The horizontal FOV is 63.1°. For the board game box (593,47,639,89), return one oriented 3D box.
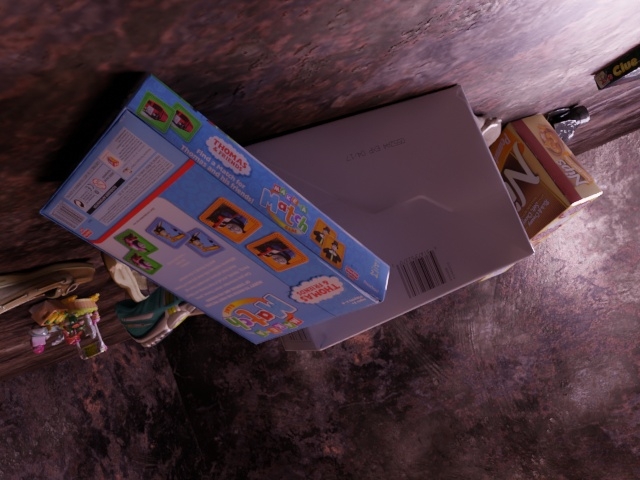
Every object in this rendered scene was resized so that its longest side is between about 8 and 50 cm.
[{"bbox_3d":[0.556,-0.293,0.793,0.259,0.030,0.136,-19,172,-26],"label":"board game box"}]

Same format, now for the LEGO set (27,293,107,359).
[{"bbox_3d":[-0.465,0.172,0.980,0.132,0.107,0.287,-18,174,-34],"label":"LEGO set"}]

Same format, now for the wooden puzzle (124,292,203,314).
[{"bbox_3d":[-0.239,0.120,1.210,0.347,0.081,0.322,-3,167,-7],"label":"wooden puzzle"}]

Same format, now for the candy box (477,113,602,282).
[{"bbox_3d":[0.365,-0.069,1.020,0.087,0.183,0.316,-19,158,-24],"label":"candy box"}]

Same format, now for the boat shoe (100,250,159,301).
[{"bbox_3d":[-0.214,0.026,0.651,0.073,0.080,0.223,-15,169,-11],"label":"boat shoe"}]

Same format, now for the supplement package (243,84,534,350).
[{"bbox_3d":[0.056,-0.021,0.578,0.261,0.204,0.145,-20,175,-19],"label":"supplement package"}]

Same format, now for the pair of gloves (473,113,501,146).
[{"bbox_3d":[0.177,-0.103,0.812,0.204,0.042,0.240,-11,146,-53],"label":"pair of gloves"}]

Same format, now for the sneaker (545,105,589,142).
[{"bbox_3d":[0.473,-0.225,1.047,0.089,0.051,0.170,-21,170,-1],"label":"sneaker"}]

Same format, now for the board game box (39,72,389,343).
[{"bbox_3d":[-0.078,0.000,0.388,0.160,0.211,0.039,-26,-145,42],"label":"board game box"}]

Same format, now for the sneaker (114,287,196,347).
[{"bbox_3d":[-0.244,0.074,0.891,0.275,0.110,0.107,-40,-172,13],"label":"sneaker"}]

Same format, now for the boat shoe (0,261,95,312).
[{"bbox_3d":[-0.347,0.061,0.640,0.056,0.048,0.153,-24,174,31],"label":"boat shoe"}]
